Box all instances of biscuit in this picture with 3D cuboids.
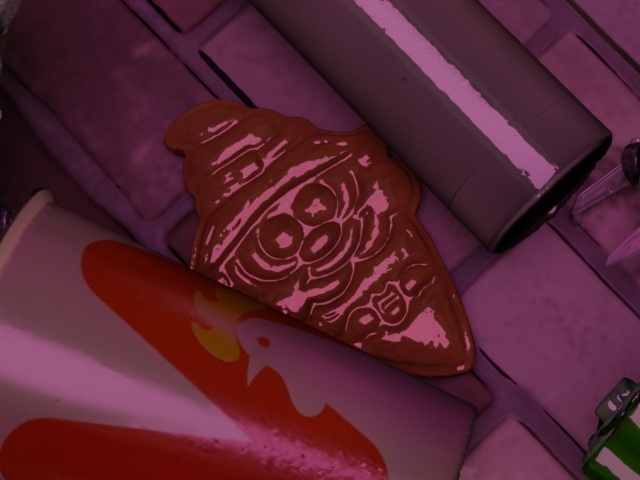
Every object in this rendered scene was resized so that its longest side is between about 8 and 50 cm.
[{"bbox_3d":[0.000,0.000,1.176,0.250,0.035,0.162,40,88,8],"label":"biscuit"}]

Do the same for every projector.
[{"bbox_3d":[0.031,-0.144,1.161,0.108,0.108,0.337,-43,80,-5],"label":"projector"}]

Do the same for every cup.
[{"bbox_3d":[-0.066,0.106,1.089,0.288,0.203,0.203,21,81,1],"label":"cup"}]

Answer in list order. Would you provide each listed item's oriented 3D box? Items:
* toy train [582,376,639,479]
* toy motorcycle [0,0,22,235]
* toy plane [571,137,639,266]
[{"bbox_3d":[0.252,0.088,1.060,0.132,0.188,0.243,41,85,11],"label":"toy train"},{"bbox_3d":[-0.258,-0.064,1.136,0.109,0.198,0.296,15,93,-30],"label":"toy motorcycle"},{"bbox_3d":[0.230,-0.055,1.138,0.162,0.065,0.171,-7,54,39],"label":"toy plane"}]
